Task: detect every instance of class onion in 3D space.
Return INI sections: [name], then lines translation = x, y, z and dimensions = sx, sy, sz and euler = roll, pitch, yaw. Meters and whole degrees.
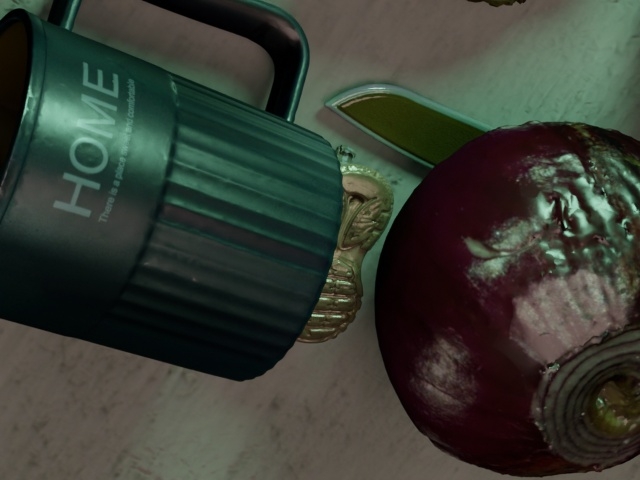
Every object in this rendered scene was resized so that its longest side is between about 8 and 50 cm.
[onion]
translation = 0.173, 0.060, 1.644
dimensions = 0.260, 0.282, 0.336
euler = 5, 134, -28

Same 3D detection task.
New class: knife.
[knife]
translation = 0.156, -0.073, 1.737
dimensions = 0.343, 0.027, 0.061
euler = 22, 110, -23

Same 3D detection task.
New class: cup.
[cup]
translation = -0.155, -0.051, 1.569
dimensions = 0.292, 0.308, 0.242
euler = 20, 139, -23

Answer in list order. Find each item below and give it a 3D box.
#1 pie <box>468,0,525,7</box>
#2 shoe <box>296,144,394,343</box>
[pie]
translation = 0.184, -0.364, 1.548
dimensions = 0.288, 0.103, 0.354
euler = 8, 105, -34
[shoe]
translation = 0.000, 0.000, 1.692
dimensions = 0.089, 0.092, 0.180
euler = 14, 112, -16
